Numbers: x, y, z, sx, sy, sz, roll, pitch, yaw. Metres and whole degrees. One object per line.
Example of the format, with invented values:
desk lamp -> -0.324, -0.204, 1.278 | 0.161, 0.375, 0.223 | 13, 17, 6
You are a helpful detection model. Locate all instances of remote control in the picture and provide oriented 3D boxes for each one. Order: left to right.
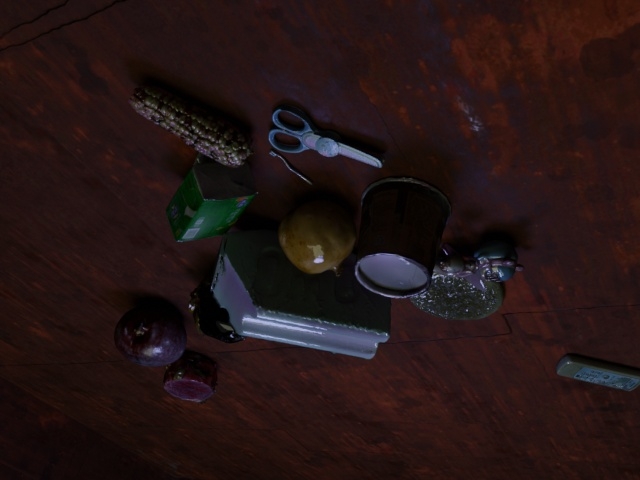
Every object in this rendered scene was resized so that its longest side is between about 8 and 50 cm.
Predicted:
remote control -> 0.822, 0.391, 1.933 | 0.234, 0.038, 0.098 | 12, 146, 2

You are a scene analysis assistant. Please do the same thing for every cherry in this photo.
cherry -> -0.564, 0.329, 2.212 | 0.230, 0.203, 0.300 | -3, 150, 13

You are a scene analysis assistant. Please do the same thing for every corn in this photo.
corn -> -0.272, -0.249, 1.409 | 0.281, 0.092, 0.092 | 30, 143, -13

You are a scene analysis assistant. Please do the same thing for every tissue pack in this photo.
tissue pack -> -0.268, -0.115, 1.556 | 0.148, 0.156, 0.209 | -8, 157, -34

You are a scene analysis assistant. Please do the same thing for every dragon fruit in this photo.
dragon fruit -> -0.495, 0.520, 2.522 | 0.211, 0.147, 0.282 | -5, 145, 11

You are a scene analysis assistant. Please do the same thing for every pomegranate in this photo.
pomegranate -> 0.000, 0.000, 1.569 | 0.196, 0.196, 0.196 | 10, 145, 7

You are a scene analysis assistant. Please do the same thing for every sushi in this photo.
sushi -> -0.298, 0.194, 1.935 | 0.204, 0.200, 0.213 | 6, 158, 15

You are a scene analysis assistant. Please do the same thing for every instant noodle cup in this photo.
instant noodle cup -> 0.179, 0.001, 1.481 | 0.218, 0.207, 0.217 | 10, 144, 8

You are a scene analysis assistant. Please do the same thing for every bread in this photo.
bread -> 0.359, 0.143, 1.755 | 0.267, 0.040, 0.267 | 10, 144, 7

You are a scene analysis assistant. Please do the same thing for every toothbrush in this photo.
toothbrush -> -0.065, -0.167, 1.505 | 0.131, 0.011, 0.013 | 36, 127, -27

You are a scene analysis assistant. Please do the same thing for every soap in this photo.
soap -> -0.052, 0.127, 1.676 | 0.446, 0.261, 0.156 | 12, 145, -10

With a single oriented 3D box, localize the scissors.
scissors -> 0.014, -0.209, 1.400 | 0.256, 0.030, 0.125 | 18, 144, 0

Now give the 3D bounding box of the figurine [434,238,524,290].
figurine -> 0.339, 0.048, 1.566 | 0.260, 0.102, 0.205 | -6, 159, 31
